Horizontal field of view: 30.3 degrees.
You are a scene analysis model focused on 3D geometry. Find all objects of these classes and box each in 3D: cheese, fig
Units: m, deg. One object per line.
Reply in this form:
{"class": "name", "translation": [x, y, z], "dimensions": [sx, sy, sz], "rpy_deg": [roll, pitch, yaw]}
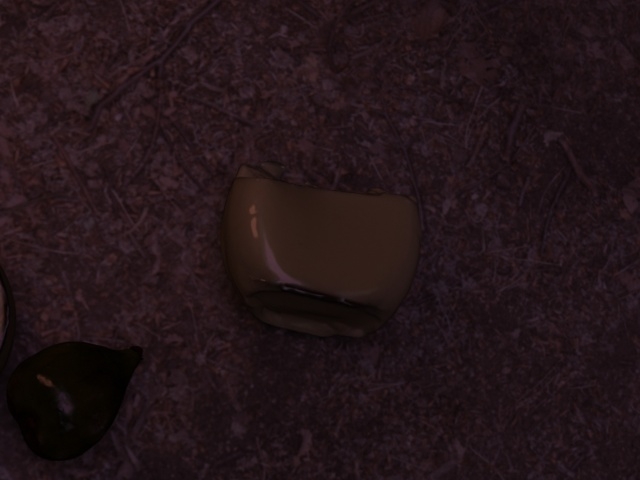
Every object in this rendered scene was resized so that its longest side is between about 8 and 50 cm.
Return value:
{"class": "cheese", "translation": [0.000, 0.000, 1.549], "dimensions": [0.266, 0.127, 0.233], "rpy_deg": [12, 70, -18]}
{"class": "fig", "translation": [-0.290, 0.190, 1.425], "dimensions": [0.133, 0.185, 0.127], "rpy_deg": [37, 106, 21]}

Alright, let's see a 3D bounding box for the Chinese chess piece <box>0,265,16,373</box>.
{"class": "Chinese chess piece", "translation": [-0.485, 0.094, 1.375], "dimensions": [0.257, 0.104, 0.257], "rpy_deg": [5, 74, -18]}
